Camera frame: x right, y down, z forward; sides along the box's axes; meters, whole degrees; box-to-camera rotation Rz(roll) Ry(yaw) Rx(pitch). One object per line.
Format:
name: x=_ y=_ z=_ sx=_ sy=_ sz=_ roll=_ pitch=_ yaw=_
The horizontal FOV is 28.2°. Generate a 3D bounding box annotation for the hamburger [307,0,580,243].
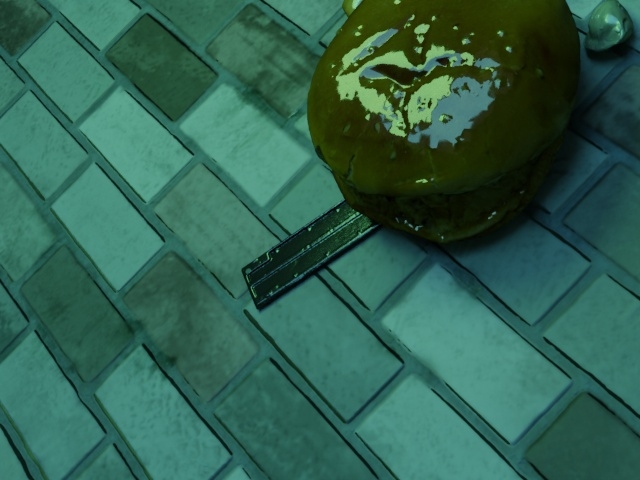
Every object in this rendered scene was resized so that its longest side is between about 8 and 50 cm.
hamburger: x=0.136 y=-0.160 z=1.360 sx=0.289 sy=0.170 sz=0.314 roll=8 pitch=63 yaw=30

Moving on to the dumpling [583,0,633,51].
dumpling: x=0.308 y=-0.229 z=1.380 sx=0.059 sy=0.043 sz=0.077 roll=-41 pitch=46 yaw=33

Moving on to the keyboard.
keyboard: x=0.000 y=0.000 z=1.446 sx=0.202 sy=0.011 sz=0.067 roll=-34 pitch=49 yaw=9

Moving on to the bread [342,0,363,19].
bread: x=0.120 y=-0.340 z=1.549 sx=0.239 sy=0.092 sz=0.074 roll=-51 pitch=8 yaw=-5
